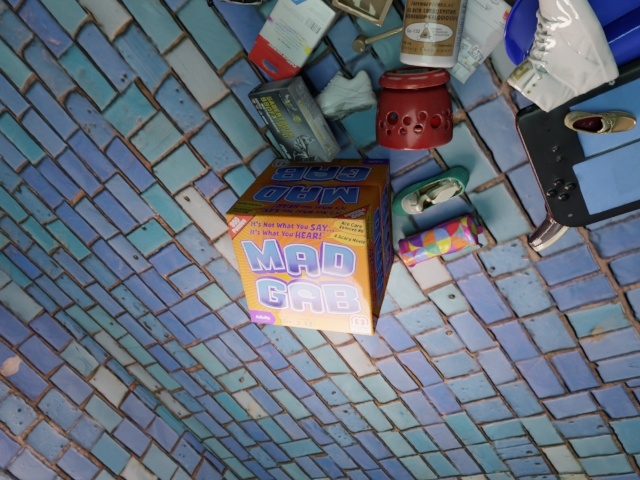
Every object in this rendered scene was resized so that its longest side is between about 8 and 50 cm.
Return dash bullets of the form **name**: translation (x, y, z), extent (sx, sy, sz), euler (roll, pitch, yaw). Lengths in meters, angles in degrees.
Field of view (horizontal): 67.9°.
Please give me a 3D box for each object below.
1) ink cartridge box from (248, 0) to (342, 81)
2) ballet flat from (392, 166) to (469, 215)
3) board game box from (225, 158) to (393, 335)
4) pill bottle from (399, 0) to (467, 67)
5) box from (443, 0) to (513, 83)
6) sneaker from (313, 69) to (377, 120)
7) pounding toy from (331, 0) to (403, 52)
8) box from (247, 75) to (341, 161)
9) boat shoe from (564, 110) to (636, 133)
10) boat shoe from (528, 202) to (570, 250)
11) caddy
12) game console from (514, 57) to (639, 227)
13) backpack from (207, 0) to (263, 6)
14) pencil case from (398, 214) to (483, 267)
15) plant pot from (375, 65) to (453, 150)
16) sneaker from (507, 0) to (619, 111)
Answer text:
- **ink cartridge box**: translation (-0.067, -0.521, 1.196), extent (0.134, 0.078, 0.231), euler (38, 126, -8)
- **ballet flat**: translation (0.297, -0.125, 1.328), extent (0.247, 0.087, 0.083), euler (-28, 110, 32)
- **board game box**: translation (0.000, 0.000, 1.344), extent (0.356, 0.356, 0.356), euler (3, 123, 17)
- **pill bottle**: translation (0.248, -0.502, 1.029), extent (0.131, 0.131, 0.229), euler (9, 117, 13)
- **box**: translation (0.343, -0.486, 1.106), extent (0.145, 0.038, 0.186), euler (35, 127, -6)
- **sneaker**: translation (0.043, -0.385, 1.257), extent (0.232, 0.090, 0.115), euler (-5, 91, 33)
- **pounding toy**: translation (0.126, -0.550, 1.110), extent (0.181, 0.094, 0.206), euler (23, 136, -3)
- **box**: translation (-0.069, -0.315, 1.273), extent (0.183, 0.056, 0.231), euler (12, 144, 48)
- **boat shoe**: translation (0.578, -0.238, 0.978), extent (0.135, 0.045, 0.050), euler (3, 125, 12)
- **boat shoe**: translation (0.630, -0.097, 1.231), extent (0.092, 0.103, 0.285), euler (33, 123, 2)
- **caddy**: translation (0.556, -0.459, 0.971), extent (0.341, 0.179, 0.241), euler (-26, 133, 30)
- **game console**: translation (0.665, -0.211, 1.030), extent (0.387, 0.060, 0.342), euler (-21, 122, 25)
- **backpack**: translation (-0.195, -0.641, 1.139), extent (0.182, 0.115, 0.152), euler (16, 137, 8)
- **pencil case**: translation (0.348, 0.004, 1.390), extent (0.236, 0.104, 0.104), euler (-20, 114, 29)
- **plant pot**: translation (0.227, -0.326, 1.157), extent (0.191, 0.191, 0.174), euler (3, 120, 17)
- **sneaker**: translation (0.419, -0.353, 0.880), extent (0.169, 0.108, 0.292), euler (-30, 133, 29)
